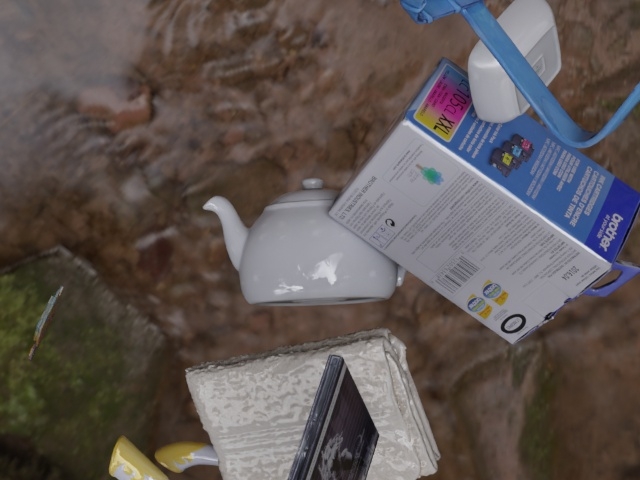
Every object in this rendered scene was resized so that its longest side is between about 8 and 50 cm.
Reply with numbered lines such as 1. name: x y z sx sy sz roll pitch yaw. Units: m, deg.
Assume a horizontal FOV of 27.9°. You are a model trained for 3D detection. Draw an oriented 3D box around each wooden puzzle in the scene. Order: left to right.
1. wooden puzzle: -0.280 0.081 1.310 0.006 0.083 0.049 22 143 -4

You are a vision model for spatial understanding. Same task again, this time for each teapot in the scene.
1. teapot: 0.000 0.000 1.912 0.253 0.256 0.187 -7 82 44

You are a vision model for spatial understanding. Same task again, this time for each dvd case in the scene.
1. dvd case: 0.011 0.228 1.265 0.018 0.164 0.221 12 155 18

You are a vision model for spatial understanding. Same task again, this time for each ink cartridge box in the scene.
1. ink cartridge box: 0.244 -0.028 1.754 0.395 0.151 0.270 36 145 -2

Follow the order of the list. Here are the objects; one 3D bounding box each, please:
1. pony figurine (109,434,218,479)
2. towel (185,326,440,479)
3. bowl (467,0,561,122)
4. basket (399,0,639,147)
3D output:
1. pony figurine: -0.112 0.433 1.648 0.364 0.303 0.350 16 102 4
2. towel: -0.011 0.206 1.489 0.282 0.049 0.187 -12 105 26
3. bowl: 0.245 -0.218 1.580 0.053 0.142 0.142 32 161 31
4. basket: 0.162 -0.234 0.924 0.289 0.201 0.254 48 142 10
